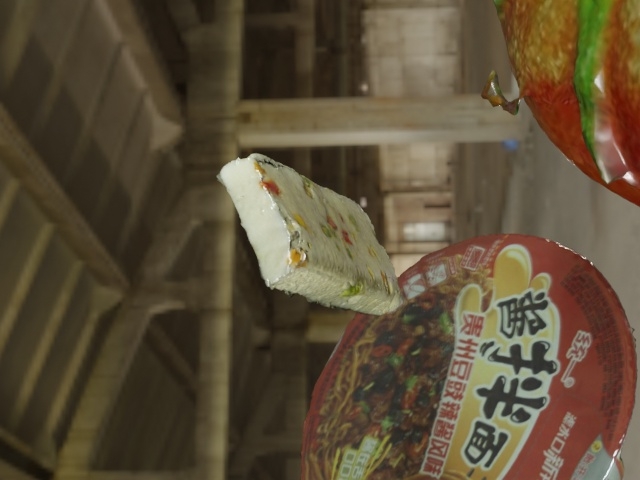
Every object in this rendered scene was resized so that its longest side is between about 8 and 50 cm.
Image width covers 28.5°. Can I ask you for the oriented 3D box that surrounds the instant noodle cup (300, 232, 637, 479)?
[{"bbox_3d":[0.116,0.134,0.886,0.091,0.274,0.274,38,-139,-40],"label":"instant noodle cup"}]

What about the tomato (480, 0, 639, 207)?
[{"bbox_3d":[0.214,-0.148,0.547,0.303,0.239,0.303,-4,85,61],"label":"tomato"}]

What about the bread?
[{"bbox_3d":[0.000,0.000,0.654,0.068,0.028,0.154,64,-164,19],"label":"bread"}]
